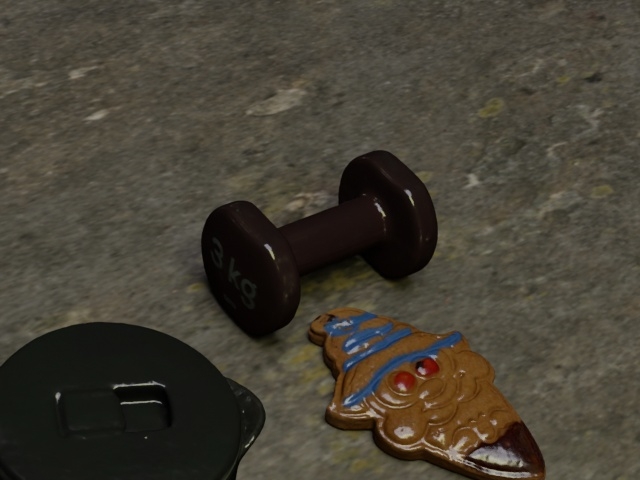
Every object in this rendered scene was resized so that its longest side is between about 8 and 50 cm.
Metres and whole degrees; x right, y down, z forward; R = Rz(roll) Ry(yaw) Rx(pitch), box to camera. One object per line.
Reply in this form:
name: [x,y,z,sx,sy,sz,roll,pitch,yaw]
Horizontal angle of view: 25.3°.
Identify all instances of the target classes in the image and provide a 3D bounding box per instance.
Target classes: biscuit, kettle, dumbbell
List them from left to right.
kettle: [-0.195,0.215,1.042,0.262,0.308,0.203,17,41,3]
dumbbell: [0.000,0.000,1.463,0.225,0.124,0.140,-22,53,-33]
biscuit: [0.102,0.151,1.394,0.280,0.043,0.183,34,49,26]
